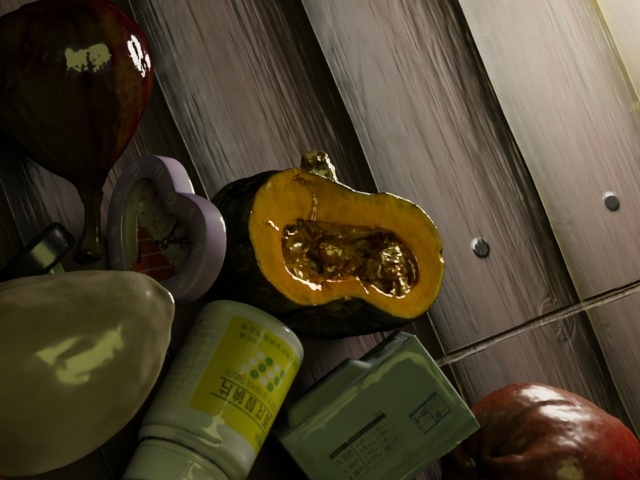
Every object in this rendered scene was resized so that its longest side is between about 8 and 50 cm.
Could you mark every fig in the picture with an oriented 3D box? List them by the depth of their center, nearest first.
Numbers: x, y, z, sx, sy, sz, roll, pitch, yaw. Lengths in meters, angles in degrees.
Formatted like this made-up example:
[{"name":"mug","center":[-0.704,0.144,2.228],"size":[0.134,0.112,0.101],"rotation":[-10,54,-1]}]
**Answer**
[{"name":"fig","center":[-0.299,-0.128,1.966],"size":[0.217,0.217,0.321],"rotation":[-13,110,-31]}]

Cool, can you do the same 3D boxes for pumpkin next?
[{"name":"pumpkin","center":[0.000,0.000,2.065],"size":[0.317,0.139,0.222],"rotation":[9,69,-32]}]

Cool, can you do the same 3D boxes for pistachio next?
[{"name":"pistachio","center":[-0.307,0.139,1.807],"size":[0.332,0.208,0.226],"rotation":[-21,62,5]}]

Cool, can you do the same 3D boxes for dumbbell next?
[{"name":"dumbbell","center":[-0.279,0.077,1.932],"size":[0.191,0.100,0.100],"rotation":[47,59,-7]}]

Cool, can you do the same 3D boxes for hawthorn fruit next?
[{"name":"hawthorn fruit","center":[0.277,0.300,2.081],"size":[0.262,0.258,0.258],"rotation":[-21,85,-46]}]

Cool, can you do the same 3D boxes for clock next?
[{"name":"clock","center":[-0.185,0.003,1.976],"size":[0.064,0.172,0.198],"rotation":[7,32,-44]}]

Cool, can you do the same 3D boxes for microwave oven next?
[{"name":"microwave oven","center":[0.062,0.226,2.015],"size":[0.208,0.122,0.162],"rotation":[-37,96,-7]}]

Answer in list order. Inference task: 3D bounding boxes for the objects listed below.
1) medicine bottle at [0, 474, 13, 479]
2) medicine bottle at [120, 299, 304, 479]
[{"name":"medicine bottle","center":[-0.389,0.353,1.695],"size":[0.241,0.252,0.252],"rotation":[24,64,-19]},{"name":"medicine bottle","center":[-0.131,0.209,1.945],"size":[0.143,0.143,0.258],"rotation":[34,63,-15]}]
